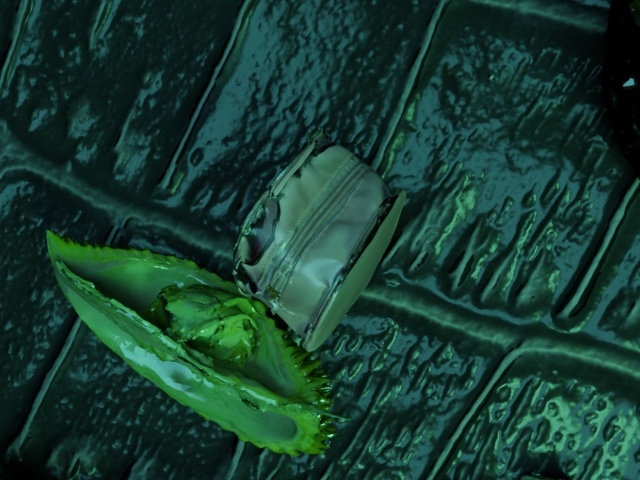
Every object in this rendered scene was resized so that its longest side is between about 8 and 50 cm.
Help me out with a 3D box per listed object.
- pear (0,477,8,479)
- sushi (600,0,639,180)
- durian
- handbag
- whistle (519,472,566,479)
[{"bbox_3d":[-0.393,0.417,0.678,0.310,0.309,0.308,0,91,9],"label":"pear"},{"bbox_3d":[0.403,-0.181,0.518,0.328,0.285,0.328,21,96,18],"label":"sushi"},{"bbox_3d":[-0.136,0.122,0.686,0.356,0.169,0.157,29,94,9],"label":"durian"},{"bbox_3d":[-0.001,-0.001,0.656,0.117,0.179,0.205,29,60,11],"label":"handbag"},{"bbox_3d":[0.246,0.417,0.686,0.068,0.057,0.326,0,90,31],"label":"whistle"}]
